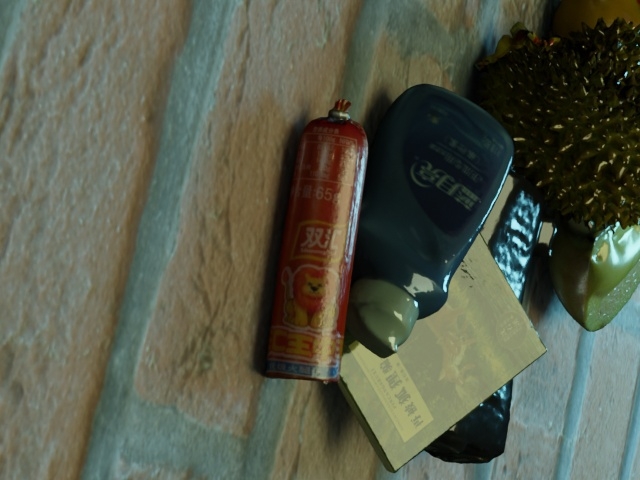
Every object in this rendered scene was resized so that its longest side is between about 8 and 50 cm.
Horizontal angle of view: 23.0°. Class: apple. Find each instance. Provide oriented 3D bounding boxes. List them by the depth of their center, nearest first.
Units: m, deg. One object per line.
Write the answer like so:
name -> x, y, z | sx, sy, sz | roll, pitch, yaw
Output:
apple -> 0.364, 0.015, 2.059 | 0.265, 0.120, 0.193 | -36, 138, -47

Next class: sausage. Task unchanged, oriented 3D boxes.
sausage -> 0.000, 0.000, 1.505 | 0.074, 0.074, 0.274 | 16, 81, -58

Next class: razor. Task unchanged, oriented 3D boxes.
razor -> 0.165, 0.082, 1.752 | 0.189, 0.107, 0.327 | 32, 68, -54

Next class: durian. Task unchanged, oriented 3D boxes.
durian -> 0.323, -0.130, 1.844 | 0.293, 0.258, 0.258 | 29, 70, -37

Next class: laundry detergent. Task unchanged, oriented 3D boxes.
laundry detergent -> 0.093, -0.017, 1.588 | 0.143, 0.094, 0.290 | 32, 56, -12

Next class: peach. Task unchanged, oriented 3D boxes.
peach -> 0.356, -0.260, 1.989 | 0.138, 0.138, 0.138 | -15, 108, -57

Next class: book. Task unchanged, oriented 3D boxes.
book -> 0.117, 0.111, 1.632 | 0.228, 0.024, 0.160 | -34, 100, -25
